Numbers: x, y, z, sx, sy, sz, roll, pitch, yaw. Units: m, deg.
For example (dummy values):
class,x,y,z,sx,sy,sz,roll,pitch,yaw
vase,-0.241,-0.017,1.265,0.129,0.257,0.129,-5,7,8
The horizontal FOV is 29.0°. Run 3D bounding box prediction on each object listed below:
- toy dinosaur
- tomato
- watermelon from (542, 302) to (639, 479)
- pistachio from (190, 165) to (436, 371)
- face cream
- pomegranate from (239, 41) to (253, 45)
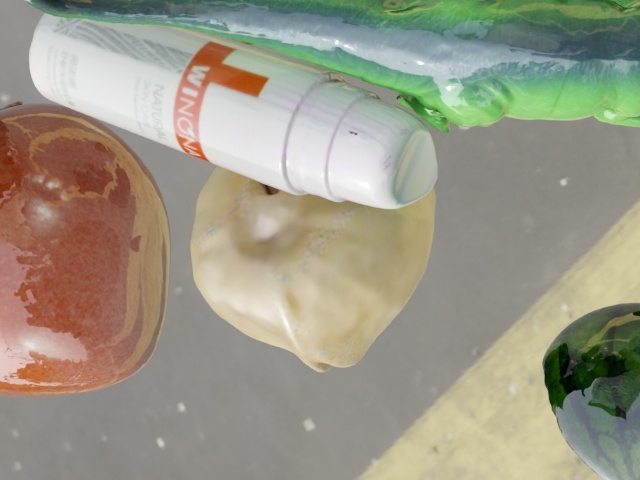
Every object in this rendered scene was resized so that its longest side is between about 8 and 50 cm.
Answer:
class,x,y,z,sx,sy,sz,roll,pitch,yaw
toy dinosaur,0.097,-0.122,0.839,0.374,0.499,0.144,18,109,52
tomato,-0.297,0.018,1.387,0.272,0.341,0.341,15,135,-8
watermelon,0.281,0.130,0.974,0.204,0.232,0.127,44,113,4
pistachio,0.000,0.000,1.147,0.229,0.309,0.230,2,98,13
face cream,-0.073,-0.108,0.980,0.345,0.102,0.102,21,127,27
pomegranate,-0.085,-0.224,1.249,0.073,0.084,0.073,6,117,12
